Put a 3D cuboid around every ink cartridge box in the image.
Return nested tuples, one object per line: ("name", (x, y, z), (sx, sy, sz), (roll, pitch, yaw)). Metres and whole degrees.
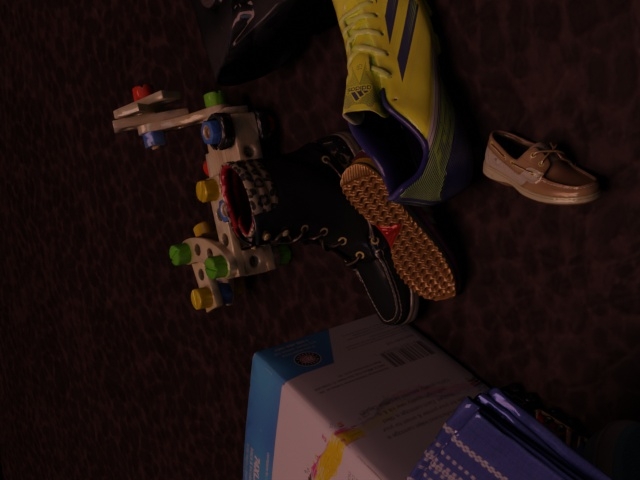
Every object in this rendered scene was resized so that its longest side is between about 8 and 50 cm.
("ink cartridge box", (0.073, 0.242, 1.087), (0.270, 0.198, 0.197), (38, 131, 43))

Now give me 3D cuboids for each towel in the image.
("towel", (0.156, 0.294, 0.859), (0.243, 0.040, 0.336), (37, 130, 11))

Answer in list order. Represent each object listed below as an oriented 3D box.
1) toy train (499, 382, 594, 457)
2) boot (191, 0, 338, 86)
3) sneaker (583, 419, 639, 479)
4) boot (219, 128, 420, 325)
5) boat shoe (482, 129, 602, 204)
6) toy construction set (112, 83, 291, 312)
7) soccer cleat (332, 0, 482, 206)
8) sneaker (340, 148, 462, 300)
("toy train", (0.229, 0.185, 0.981), (0.158, 0.036, 0.027), (31, 127, 46))
("boot", (-0.163, -0.395, 1.252), (0.367, 0.146, 0.445), (-35, 78, 57))
("sneaker", (0.240, 0.316, 0.927), (0.208, 0.127, 0.318), (-7, 97, 50))
("boot", (-0.001, 0.000, 1.116), (0.085, 0.179, 0.236), (-33, 74, 55))
("boat shoe", (0.197, -0.068, 0.916), (0.135, 0.050, 0.045), (26, 129, 49))
("toy construction set", (-0.145, -0.070, 1.348), (0.215, 0.151, 0.327), (-15, 101, 57))
("soccer cleat", (0.063, -0.169, 1.008), (0.093, 0.121, 0.289), (-38, 71, 55))
("sneaker", (0.101, -0.024, 1.071), (0.070, 0.084, 0.185), (-21, 110, 41))
